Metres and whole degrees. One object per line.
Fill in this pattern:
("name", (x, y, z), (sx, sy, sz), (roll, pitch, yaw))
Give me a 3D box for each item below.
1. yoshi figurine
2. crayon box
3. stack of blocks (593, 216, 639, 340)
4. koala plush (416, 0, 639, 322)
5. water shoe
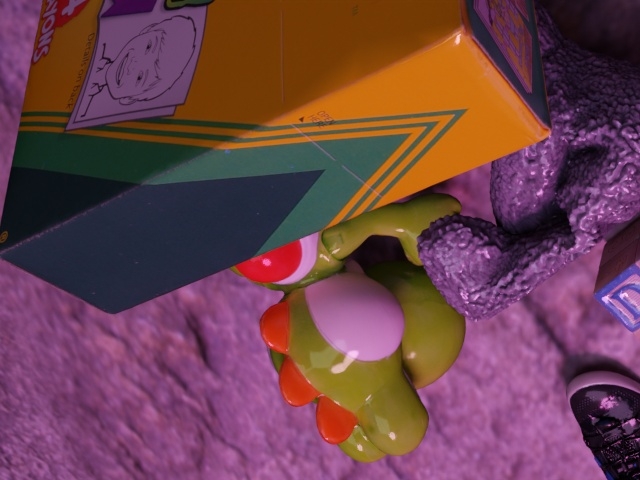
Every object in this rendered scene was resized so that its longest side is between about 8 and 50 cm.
("yoshi figurine", (0.007, -0.005, 0.873), (0.203, 0.203, 0.362), (-24, 93, -11))
("crayon box", (-0.037, -0.172, 0.658), (0.313, 0.362, 0.106), (-23, 141, 31))
("stack of blocks", (0.362, -0.009, 0.744), (0.171, 0.087, 0.297), (42, 124, -4))
("koala plush", (0.134, -0.101, 0.728), (0.221, 0.196, 0.203), (52, 133, 4))
("water shoe", (0.277, 0.200, 0.897), (0.073, 0.080, 0.203), (-32, 102, 32))
